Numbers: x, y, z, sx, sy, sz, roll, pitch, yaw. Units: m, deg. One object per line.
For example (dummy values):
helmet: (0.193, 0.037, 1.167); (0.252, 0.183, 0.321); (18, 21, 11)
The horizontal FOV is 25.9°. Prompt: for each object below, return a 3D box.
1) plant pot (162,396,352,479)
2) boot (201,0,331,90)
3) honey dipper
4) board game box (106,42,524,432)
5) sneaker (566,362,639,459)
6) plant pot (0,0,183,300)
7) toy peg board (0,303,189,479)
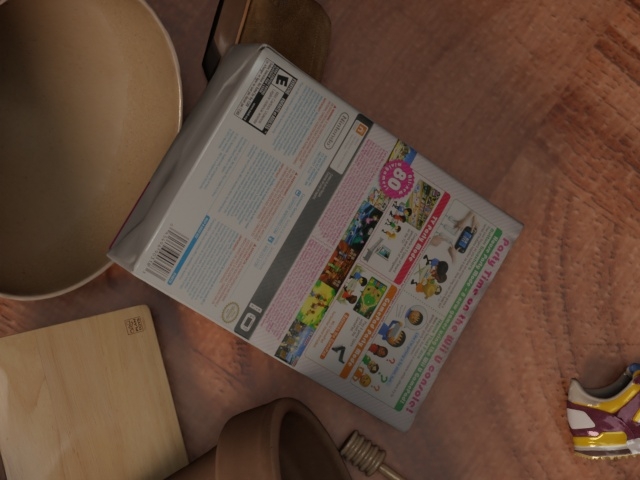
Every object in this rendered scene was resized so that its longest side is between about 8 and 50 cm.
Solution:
plant pot: (-0.087, 0.293, 1.206); (0.229, 0.263, 0.263); (-21, 86, 13)
boot: (-0.070, -0.097, 1.298); (0.115, 0.112, 0.305); (17, 82, -11)
honey dipper: (0.089, 0.235, 1.308); (0.161, 0.030, 0.030); (35, 85, -1)
board game box: (0.000, 0.000, 1.235); (0.303, 0.097, 0.224); (33, 84, -23)
sneaker: (0.324, 0.153, 1.305); (0.186, 0.069, 0.083); (-8, 91, -4)
plant pot: (-0.288, -0.109, 1.228); (0.191, 0.284, 0.284); (20, 83, 36)
toy peg board: (-0.224, 0.157, 1.289); (0.161, 0.079, 0.161); (-13, 86, -19)
